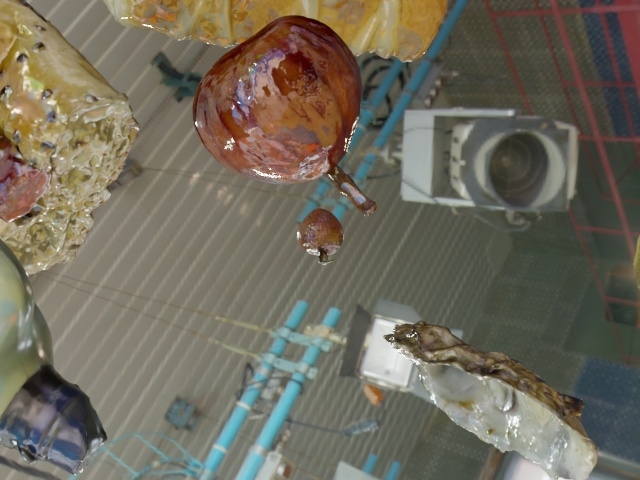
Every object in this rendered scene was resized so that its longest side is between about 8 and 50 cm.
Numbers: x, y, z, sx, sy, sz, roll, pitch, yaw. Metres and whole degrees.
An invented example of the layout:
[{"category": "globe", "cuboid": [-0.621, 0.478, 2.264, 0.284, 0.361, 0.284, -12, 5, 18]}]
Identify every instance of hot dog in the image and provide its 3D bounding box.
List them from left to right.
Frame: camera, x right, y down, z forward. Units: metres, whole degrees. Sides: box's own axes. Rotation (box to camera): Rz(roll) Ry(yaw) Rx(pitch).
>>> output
[{"category": "hot dog", "cuboid": [-0.439, -0.172, 0.987, 0.196, 0.365, 0.367, -21, -23, -49]}]

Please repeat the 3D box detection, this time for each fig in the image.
[{"category": "fig", "cuboid": [-0.015, -0.099, 0.565, 0.150, 0.128, 0.128, 15, -95, -10]}]

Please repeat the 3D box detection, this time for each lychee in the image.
[{"category": "lychee", "cuboid": [-0.003, -0.005, 1.680, 0.114, 0.101, 0.140, 100, -170, -62]}]

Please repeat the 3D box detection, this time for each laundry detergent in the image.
[{"category": "laundry detergent", "cuboid": [-0.250, 0.043, 0.465, 0.105, 0.280, 0.215, -51, -12, -48]}]

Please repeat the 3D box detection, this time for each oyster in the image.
[{"category": "oyster", "cuboid": [0.183, 0.161, 0.987, 0.111, 0.396, 0.204, -48, -67, -9]}]

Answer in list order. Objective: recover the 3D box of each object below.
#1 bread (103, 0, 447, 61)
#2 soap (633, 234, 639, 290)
[{"category": "bread", "cuboid": [-0.044, -0.393, 0.767, 0.371, 0.279, 0.390, -5, -59, -34]}, {"category": "soap", "cuboid": [0.196, 0.037, 0.321, 0.252, 0.092, 0.037, -39, -41, -72]}]
